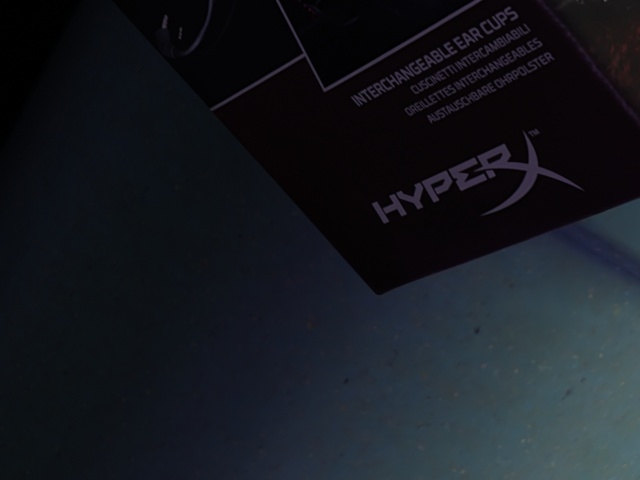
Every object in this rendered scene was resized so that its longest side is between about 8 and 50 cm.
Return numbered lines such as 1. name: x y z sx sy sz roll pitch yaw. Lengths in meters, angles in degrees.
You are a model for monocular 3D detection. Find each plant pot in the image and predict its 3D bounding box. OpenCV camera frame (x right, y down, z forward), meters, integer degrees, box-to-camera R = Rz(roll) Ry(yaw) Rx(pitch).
1. plant pot: 0.013 0.010 0.688 0.334 0.341 0.341 -54 167 14

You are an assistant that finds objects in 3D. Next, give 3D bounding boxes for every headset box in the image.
1. headset box: 0.002 -0.172 0.387 0.218 0.293 0.110 -49 -166 -32
